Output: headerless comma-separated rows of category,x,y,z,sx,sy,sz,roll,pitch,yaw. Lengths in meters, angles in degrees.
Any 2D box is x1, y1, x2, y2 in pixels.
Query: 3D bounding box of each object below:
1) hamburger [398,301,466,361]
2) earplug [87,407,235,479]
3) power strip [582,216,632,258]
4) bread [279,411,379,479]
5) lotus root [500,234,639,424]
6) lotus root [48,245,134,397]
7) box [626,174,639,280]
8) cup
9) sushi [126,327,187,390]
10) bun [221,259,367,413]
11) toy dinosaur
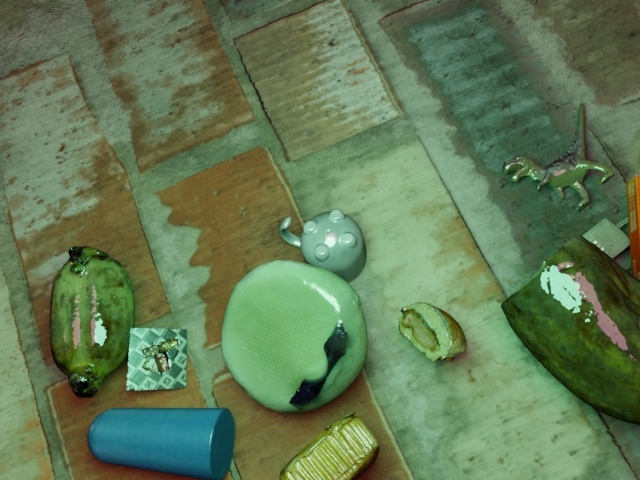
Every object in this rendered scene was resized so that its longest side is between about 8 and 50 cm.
hamburger,0.234,0.175,1.221,0.102,0.176,0.087,14,98,-26
earplug,-0.315,0.379,1.207,0.273,0.132,0.132,1,69,11
power strip,0.579,0.002,1.281,0.175,0.042,0.075,-37,67,-8
bread,0.019,0.399,1.116,0.199,0.199,0.104,-39,73,-9
lotus root,0.509,0.172,1.111,0.250,0.250,0.346,-44,72,-10
lotus root,-0.475,0.168,1.293,0.173,0.173,0.309,-8,68,4
box,0.743,0.015,1.233,0.265,0.048,0.273,6,69,-1
cup,0.011,-0.005,1.305,0.134,0.142,0.173,-38,68,-8
sushi,-0.337,0.245,1.296,0.120,0.026,0.126,6,72,-25
bun,-0.040,0.177,1.223,0.293,0.187,0.293,0,89,20
toy dinosaur,0.534,-0.176,1.346,0.251,0.072,0.200,-39,58,2
